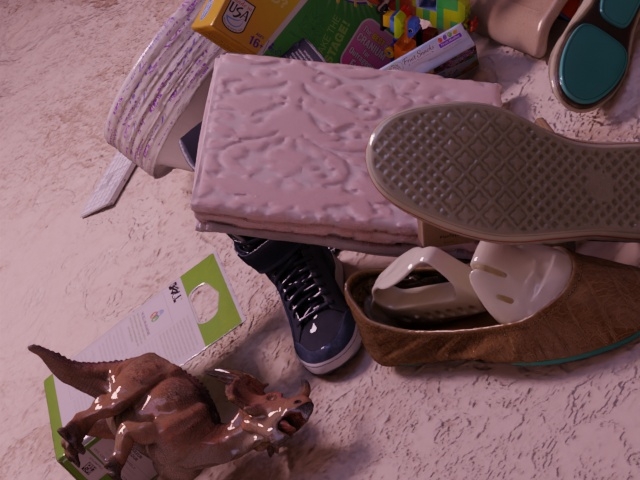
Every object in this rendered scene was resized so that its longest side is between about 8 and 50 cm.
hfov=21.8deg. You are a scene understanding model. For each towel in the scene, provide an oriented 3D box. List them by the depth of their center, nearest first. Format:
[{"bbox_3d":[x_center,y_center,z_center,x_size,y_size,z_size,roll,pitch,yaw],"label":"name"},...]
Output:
[{"bbox_3d":[0.035,-0.094,1.795,0.332,0.053,0.317,7,38,-1],"label":"towel"}]

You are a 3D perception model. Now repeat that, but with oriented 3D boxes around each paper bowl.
[{"bbox_3d":[-0.146,-0.202,2.205,0.284,0.148,0.284,-52,-3,-4],"label":"paper bowl"}]

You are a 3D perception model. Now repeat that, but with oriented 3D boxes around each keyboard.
[{"bbox_3d":[-0.289,-0.133,2.504,0.072,0.014,0.256,-16,36,39],"label":"keyboard"}]

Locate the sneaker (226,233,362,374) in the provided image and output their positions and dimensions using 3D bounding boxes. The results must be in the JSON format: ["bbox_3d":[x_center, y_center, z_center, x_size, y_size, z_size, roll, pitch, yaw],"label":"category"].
[{"bbox_3d":[-0.035,0.035,1.778,0.086,0.163,0.226,-34,29,9],"label":"sneaker"}]

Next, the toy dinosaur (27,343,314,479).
[{"bbox_3d":[-0.151,0.171,1.691,0.296,0.127,0.200,33,69,26],"label":"toy dinosaur"}]

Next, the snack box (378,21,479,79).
[{"bbox_3d":[0.118,-0.200,1.983,0.141,0.037,0.100,-29,-9,3],"label":"snack box"}]

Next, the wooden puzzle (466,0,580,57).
[{"bbox_3d":[0.290,-0.401,2.037,0.348,0.080,0.322,-61,27,6],"label":"wooden puzzle"}]

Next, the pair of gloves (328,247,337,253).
[{"bbox_3d":[0.000,0.000,1.946,0.074,0.010,0.083,-27,31,25],"label":"pair of gloves"}]

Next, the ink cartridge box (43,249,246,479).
[{"bbox_3d":[-0.176,0.154,1.855,0.255,0.097,0.189,-37,27,4],"label":"ink cartridge box"}]

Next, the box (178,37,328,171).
[{"bbox_3d":[-0.042,-0.116,2.016,0.207,0.153,0.108,-40,28,4],"label":"box"}]

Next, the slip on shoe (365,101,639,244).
[{"bbox_3d":[0.189,-0.052,1.510,0.101,0.331,0.123,169,106,-67],"label":"slip on shoe"}]

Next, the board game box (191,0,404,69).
[{"bbox_3d":[0.013,-0.342,2.097,0.064,0.242,0.316,4,67,62],"label":"board game box"}]

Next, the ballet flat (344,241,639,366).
[{"bbox_3d":[0.150,0.049,1.561,0.342,0.124,0.116,-7,44,47],"label":"ballet flat"}]

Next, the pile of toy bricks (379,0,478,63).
[{"bbox_3d":[0.142,-0.282,2.030,0.105,0.212,0.118,18,45,23],"label":"pile of toy bricks"}]

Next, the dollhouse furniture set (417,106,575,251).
[{"bbox_3d":[0.159,-0.068,1.636,0.151,0.144,0.123,-9,28,-7],"label":"dollhouse furniture set"}]

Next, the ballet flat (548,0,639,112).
[{"bbox_3d":[0.301,-0.218,1.828,0.086,0.086,0.248,-9,40,46],"label":"ballet flat"}]
